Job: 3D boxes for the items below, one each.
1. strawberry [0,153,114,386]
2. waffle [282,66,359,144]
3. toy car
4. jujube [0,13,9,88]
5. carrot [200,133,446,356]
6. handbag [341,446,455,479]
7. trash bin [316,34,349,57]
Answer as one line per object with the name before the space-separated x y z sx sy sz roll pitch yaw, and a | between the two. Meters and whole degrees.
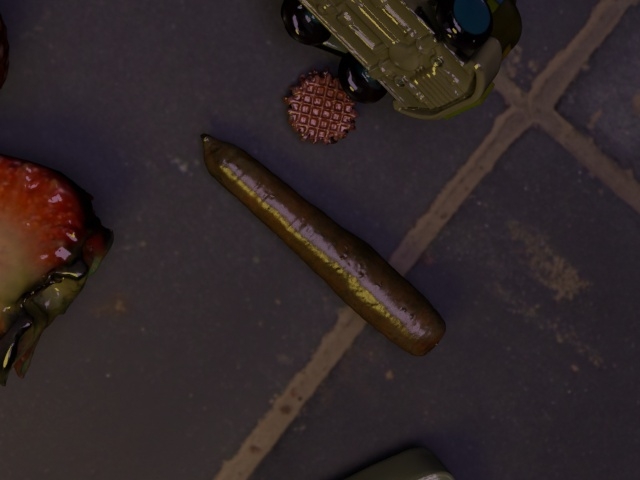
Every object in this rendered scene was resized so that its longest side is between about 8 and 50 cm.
strawberry | -0.373 0.002 1.306 0.306 0.137 0.233 29 70 11
waffle | 0.000 -0.143 1.397 0.075 0.029 0.083 -29 99 -10
toy car | 0.093 -0.264 1.282 0.248 0.204 0.198 43 61 -15
jujube | -0.373 -0.182 1.203 0.174 0.250 0.174 -1 93 -14
carrot | -0.001 0.001 1.401 0.342 0.070 0.070 41 88 -8
handbag | 0.062 0.368 1.458 0.256 0.079 0.219 -23 112 -8
trash bin | 0.057 -0.253 1.380 0.116 0.059 0.130 20 92 -15
